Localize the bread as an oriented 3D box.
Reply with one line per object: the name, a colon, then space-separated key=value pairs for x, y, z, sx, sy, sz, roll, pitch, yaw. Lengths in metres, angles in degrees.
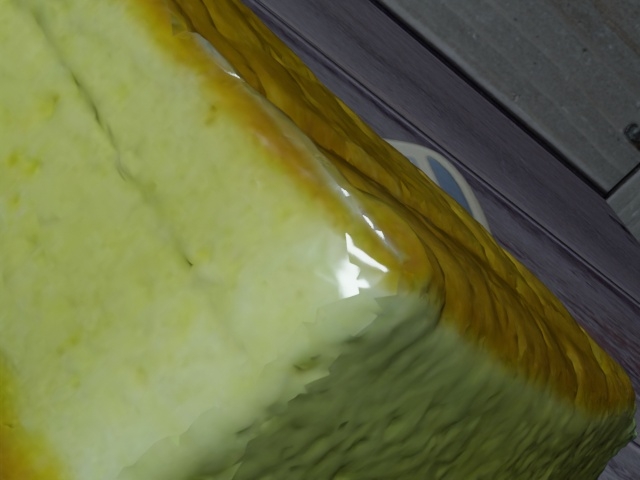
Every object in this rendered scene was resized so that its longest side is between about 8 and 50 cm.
bread: x=-0.050 y=0.048 z=0.682 sx=0.245 sy=0.233 sz=0.361 roll=50 pitch=9 yaw=25

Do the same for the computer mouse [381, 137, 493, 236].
computer mouse: x=0.000 y=0.000 z=1.172 sx=0.236 sy=0.082 sz=0.145 roll=-1 pitch=51 yaw=-33
